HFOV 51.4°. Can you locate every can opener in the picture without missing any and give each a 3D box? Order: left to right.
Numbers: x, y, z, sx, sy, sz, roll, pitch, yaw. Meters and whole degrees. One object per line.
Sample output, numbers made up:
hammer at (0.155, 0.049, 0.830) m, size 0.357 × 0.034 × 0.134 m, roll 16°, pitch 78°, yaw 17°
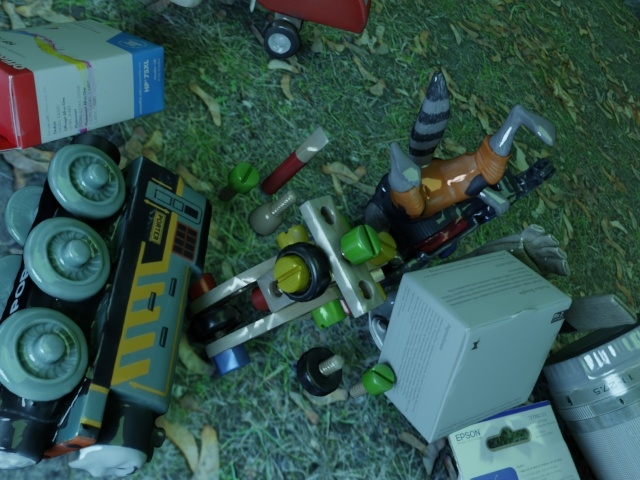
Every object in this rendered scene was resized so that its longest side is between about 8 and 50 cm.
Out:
can opener at (0.177, 0.115, 0.945) m, size 0.280 × 0.093 × 0.074 m, roll 5°, pitch 60°, yaw -43°

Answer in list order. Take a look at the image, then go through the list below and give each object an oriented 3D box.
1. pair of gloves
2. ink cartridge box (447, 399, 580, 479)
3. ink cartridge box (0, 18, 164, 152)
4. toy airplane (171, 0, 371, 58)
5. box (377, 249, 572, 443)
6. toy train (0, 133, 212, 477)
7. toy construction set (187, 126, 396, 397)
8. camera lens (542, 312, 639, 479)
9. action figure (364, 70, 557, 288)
pair of gloves at (0.327, 0.071, 1.007) m, size 0.240 × 0.204 × 0.042 m, roll 35°, pitch 60°, yaw -17°
ink cartridge box at (0.272, 0.400, 0.823) m, size 0.176 × 0.069 × 0.370 m, roll -6°, pitch 69°, yaw -24°
ink cartridge box at (-0.295, -0.167, 0.699) m, size 0.134 × 0.078 × 0.231 m, roll 26°, pitch 35°, yaw 28°
toy airplane at (-0.110, -0.479, 0.952) m, size 0.385 × 0.272 × 0.386 m, roll -12°, pitch 72°, yaw -42°
box at (0.186, 0.127, 0.833) m, size 0.181 × 0.181 × 0.119 m, roll -10°, pitch 37°, yaw -32°
toy train at (-0.210, 0.055, 0.635) m, size 0.190 × 0.142 × 0.333 m, roll 29°, pitch 48°, yaw -35°
toy construction set at (0.000, 0.000, 0.760) m, size 0.258 × 0.237 × 0.308 m, roll 11°, pitch 57°, yaw -34°
camera lens at (0.492, 0.268, 1.003) m, size 0.219 × 0.219 × 0.274 m, roll -17°, pitch 75°, yaw -44°
action figure at (0.177, -0.090, 0.909) m, size 0.341 × 0.330 × 0.178 m, roll -32°, pitch 81°, yaw -19°
